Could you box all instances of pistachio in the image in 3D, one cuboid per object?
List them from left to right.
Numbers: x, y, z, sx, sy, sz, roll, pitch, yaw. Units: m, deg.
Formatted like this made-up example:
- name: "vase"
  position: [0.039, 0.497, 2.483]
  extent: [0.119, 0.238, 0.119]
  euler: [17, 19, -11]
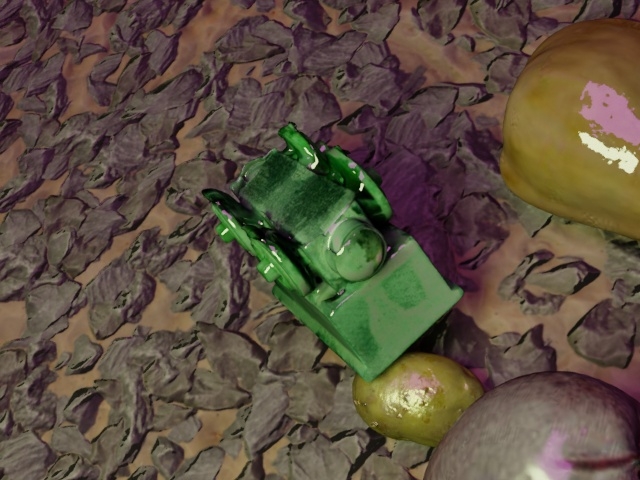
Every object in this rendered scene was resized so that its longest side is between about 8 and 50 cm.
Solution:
- name: "pistachio"
  position: [0.313, -0.113, 1.007]
  extent: [0.260, 0.163, 0.212]
  euler: [25, 105, 29]

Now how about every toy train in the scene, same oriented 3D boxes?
- name: "toy train"
  position: [0.000, 0.000, 0.997]
  extent: [0.145, 0.202, 0.266]
  euler: [-42, 32, -7]

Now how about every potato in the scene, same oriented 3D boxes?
- name: "potato"
  position: [0.095, 0.155, 0.980]
  extent: [0.138, 0.070, 0.091]
  euler: [6, 80, 26]

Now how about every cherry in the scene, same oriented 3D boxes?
- name: "cherry"
  position: [0.202, 0.211, 0.816]
  extent: [0.266, 0.213, 0.183]
  euler: [-23, 27, 43]
